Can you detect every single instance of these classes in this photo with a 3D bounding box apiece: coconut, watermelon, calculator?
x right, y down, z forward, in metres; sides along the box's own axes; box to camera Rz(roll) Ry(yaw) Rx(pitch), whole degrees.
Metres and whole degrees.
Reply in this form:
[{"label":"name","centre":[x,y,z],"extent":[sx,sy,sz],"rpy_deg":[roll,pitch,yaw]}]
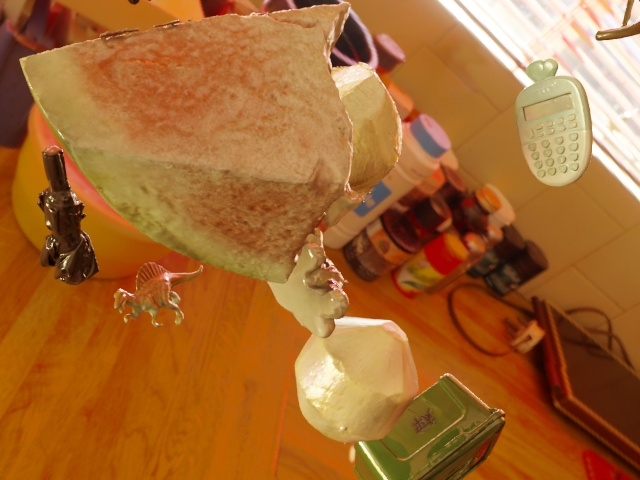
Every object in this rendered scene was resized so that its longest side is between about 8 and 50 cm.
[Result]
[{"label":"coconut","centre":[0.068,0.245,1.166],"extent":[0.236,0.237,0.197],"rpy_deg":[54,23,7]},{"label":"watermelon","centre":[-0.077,-0.087,0.529],"extent":[0.310,0.232,0.193],"rpy_deg":[49,34,-56]},{"label":"coconut","centre":[0.042,-0.231,1.431],"extent":[0.297,0.297,0.254],"rpy_deg":[-80,150,-52]},{"label":"calculator","centre":[0.532,-0.270,1.454],"extent":[0.042,0.184,0.295],"rpy_deg":[-11,91,-36]}]

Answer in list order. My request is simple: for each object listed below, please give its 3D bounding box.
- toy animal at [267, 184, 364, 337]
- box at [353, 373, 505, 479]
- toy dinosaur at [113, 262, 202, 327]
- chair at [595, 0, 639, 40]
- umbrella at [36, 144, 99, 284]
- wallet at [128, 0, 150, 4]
[{"label":"toy animal","centre":[0.000,0.000,1.076],"extent":[0.188,0.266,0.308],"rpy_deg":[-6,28,-40]},{"label":"box","centre":[0.231,0.463,1.417],"extent":[0.329,0.252,0.177],"rpy_deg":[-28,54,-20]},{"label":"toy dinosaur","centre":[-0.322,0.092,1.249],"extent":[0.142,0.057,0.212],"rpy_deg":[52,34,-32]},{"label":"chair","centre":[0.370,-0.419,0.851],"extent":[0.188,0.167,0.272],"rpy_deg":[21,77,-69]},{"label":"umbrella","centre":[-0.532,-0.045,1.314],"extent":[0.118,0.340,0.118],"rpy_deg":[6,42,-5]},{"label":"wallet","centre":[-0.184,-0.321,0.497],"extent":[0.309,0.042,0.165],"rpy_deg":[137,-59,-83]}]
